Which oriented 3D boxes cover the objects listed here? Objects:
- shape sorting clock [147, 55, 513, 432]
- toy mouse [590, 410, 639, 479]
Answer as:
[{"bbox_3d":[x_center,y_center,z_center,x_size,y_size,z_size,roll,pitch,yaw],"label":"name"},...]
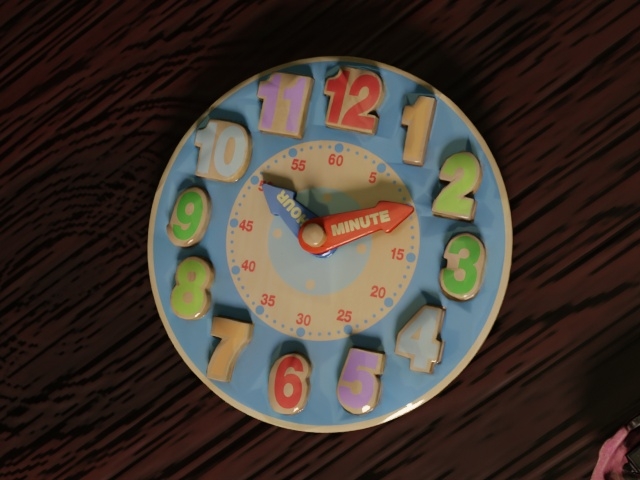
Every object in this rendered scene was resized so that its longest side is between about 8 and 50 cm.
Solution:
[{"bbox_3d":[0.000,0.000,0.534,0.206,0.040,0.206,-3,80,15],"label":"shape sorting clock"},{"bbox_3d":[0.167,0.138,0.470,0.143,0.031,0.161,-18,76,11],"label":"toy mouse"}]
